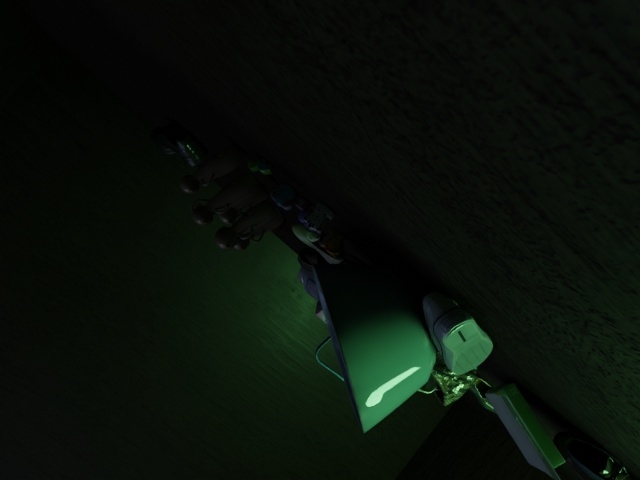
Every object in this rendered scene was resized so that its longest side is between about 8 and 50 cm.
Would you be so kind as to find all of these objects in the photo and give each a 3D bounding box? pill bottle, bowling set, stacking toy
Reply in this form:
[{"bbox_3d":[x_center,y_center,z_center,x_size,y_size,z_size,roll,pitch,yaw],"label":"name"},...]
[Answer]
[{"bbox_3d":[0.021,0.147,1.348,0.124,0.124,0.221,46,171,-38],"label":"pill bottle"},{"bbox_3d":[-0.168,-0.047,0.869,0.200,0.154,0.287,55,-179,-46],"label":"bowling set"},{"bbox_3d":[-0.048,-0.066,0.826,0.221,0.052,0.167,39,174,19],"label":"stacking toy"}]

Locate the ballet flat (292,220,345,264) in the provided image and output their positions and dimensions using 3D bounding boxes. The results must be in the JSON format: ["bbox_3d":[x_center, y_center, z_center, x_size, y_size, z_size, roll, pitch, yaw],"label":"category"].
[{"bbox_3d":[0.000,0.000,1.072,0.168,0.057,0.052,39,147,-18],"label":"ballet flat"}]

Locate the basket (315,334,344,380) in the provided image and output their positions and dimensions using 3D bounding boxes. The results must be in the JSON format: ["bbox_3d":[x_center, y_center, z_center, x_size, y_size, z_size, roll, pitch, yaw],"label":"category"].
[{"bbox_3d":[0.162,0.337,1.279,0.255,0.289,0.201,43,174,-7],"label":"basket"}]

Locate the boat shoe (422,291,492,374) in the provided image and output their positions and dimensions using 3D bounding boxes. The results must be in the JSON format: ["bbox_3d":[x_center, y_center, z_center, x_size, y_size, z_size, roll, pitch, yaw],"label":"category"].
[{"bbox_3d":[0.221,0.146,0.655,0.076,0.083,0.226,60,-179,40],"label":"boat shoe"}]

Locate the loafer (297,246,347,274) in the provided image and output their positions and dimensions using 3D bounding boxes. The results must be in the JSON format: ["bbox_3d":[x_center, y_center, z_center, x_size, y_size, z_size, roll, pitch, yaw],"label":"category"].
[{"bbox_3d":[0.014,0.062,1.279,0.251,0.094,0.087,21,137,46],"label":"loafer"}]

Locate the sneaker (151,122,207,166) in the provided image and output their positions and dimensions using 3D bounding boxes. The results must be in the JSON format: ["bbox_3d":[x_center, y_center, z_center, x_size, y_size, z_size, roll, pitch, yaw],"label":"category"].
[{"bbox_3d":[-0.517,-0.365,1.429,0.286,0.109,0.130,26,160,33],"label":"sneaker"}]

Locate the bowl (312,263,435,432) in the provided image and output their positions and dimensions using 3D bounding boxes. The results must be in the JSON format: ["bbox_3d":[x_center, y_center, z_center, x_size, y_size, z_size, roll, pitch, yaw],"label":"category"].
[{"bbox_3d":[0.103,0.173,0.758,0.311,0.163,0.311,164,90,-85],"label":"bowl"}]

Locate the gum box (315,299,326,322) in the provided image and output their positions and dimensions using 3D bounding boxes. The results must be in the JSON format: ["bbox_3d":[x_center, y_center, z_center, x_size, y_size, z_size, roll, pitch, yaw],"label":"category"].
[{"bbox_3d":[0.089,0.181,1.183,0.107,0.188,0.062,41,-153,-18],"label":"gum box"}]

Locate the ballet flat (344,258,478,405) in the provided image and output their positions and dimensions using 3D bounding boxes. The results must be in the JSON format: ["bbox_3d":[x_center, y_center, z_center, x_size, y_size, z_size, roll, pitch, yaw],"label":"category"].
[{"bbox_3d":[0.200,0.264,1.042,0.483,0.182,0.164,42,175,-12],"label":"ballet flat"}]

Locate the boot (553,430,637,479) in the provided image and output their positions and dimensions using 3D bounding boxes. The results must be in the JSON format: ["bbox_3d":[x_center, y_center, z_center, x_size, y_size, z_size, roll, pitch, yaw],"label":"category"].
[{"bbox_3d":[0.550,0.459,0.765,0.219,0.082,0.106,39,177,35],"label":"boot"}]

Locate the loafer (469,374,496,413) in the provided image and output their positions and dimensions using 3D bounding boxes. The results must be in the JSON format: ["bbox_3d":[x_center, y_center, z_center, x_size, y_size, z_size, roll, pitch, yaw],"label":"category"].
[{"bbox_3d":[0.499,0.462,1.207,0.170,0.062,0.061,39,169,1],"label":"loafer"}]

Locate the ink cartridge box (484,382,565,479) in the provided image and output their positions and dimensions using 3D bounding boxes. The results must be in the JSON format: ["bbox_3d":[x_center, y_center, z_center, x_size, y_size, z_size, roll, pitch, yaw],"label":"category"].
[{"bbox_3d":[0.430,0.387,0.839,0.171,0.056,0.235,61,179,23],"label":"ink cartridge box"}]
